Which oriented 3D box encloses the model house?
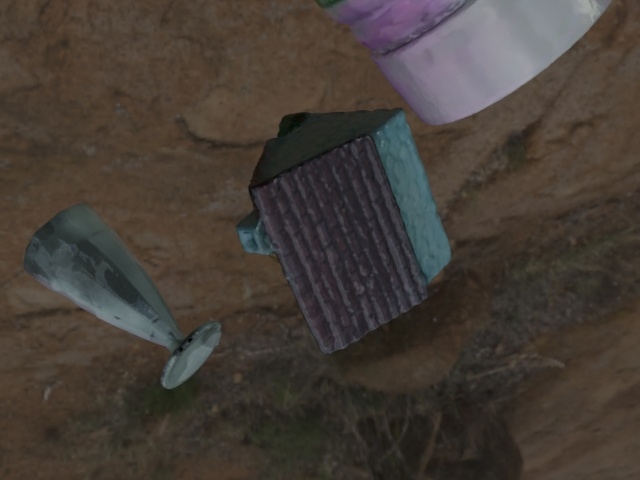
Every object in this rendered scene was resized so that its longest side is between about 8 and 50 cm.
[{"bbox_3d":[0.000,0.000,1.174,0.230,0.249,0.280,4,126,45],"label":"model house"}]

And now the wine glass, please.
[{"bbox_3d":[-0.155,0.044,0.701,0.073,0.155,0.073,-44,161,-20],"label":"wine glass"}]

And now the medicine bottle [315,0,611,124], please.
[{"bbox_3d":[0.062,-0.277,0.724,0.212,0.212,0.325,-34,110,26],"label":"medicine bottle"}]
